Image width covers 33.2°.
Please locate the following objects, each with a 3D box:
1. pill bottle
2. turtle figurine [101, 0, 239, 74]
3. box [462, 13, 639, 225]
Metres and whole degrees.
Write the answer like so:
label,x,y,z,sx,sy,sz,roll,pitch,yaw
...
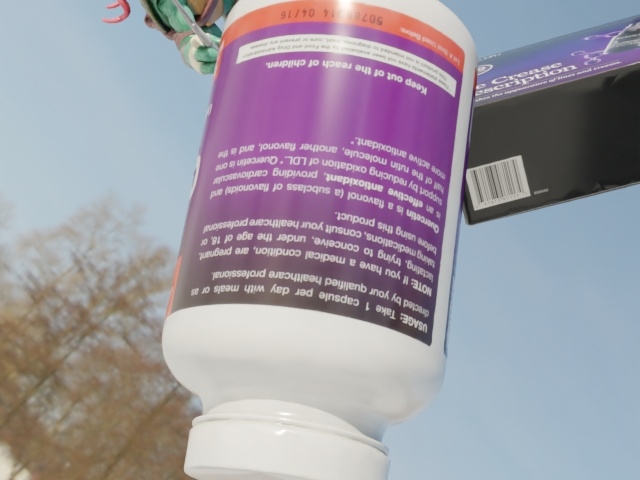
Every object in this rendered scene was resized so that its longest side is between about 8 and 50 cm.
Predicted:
label,x,y,z,sx,sy,sz,roll,pitch,yaw
pill bottle,0.000,0.000,0.704,0.181,0.323,0.181,8,-20,3
turtle figurine,-0.097,-0.213,0.917,0.118,0.175,0.234,10,-13,22
box,0.232,-0.115,0.904,0.184,0.261,0.103,-78,152,-72
